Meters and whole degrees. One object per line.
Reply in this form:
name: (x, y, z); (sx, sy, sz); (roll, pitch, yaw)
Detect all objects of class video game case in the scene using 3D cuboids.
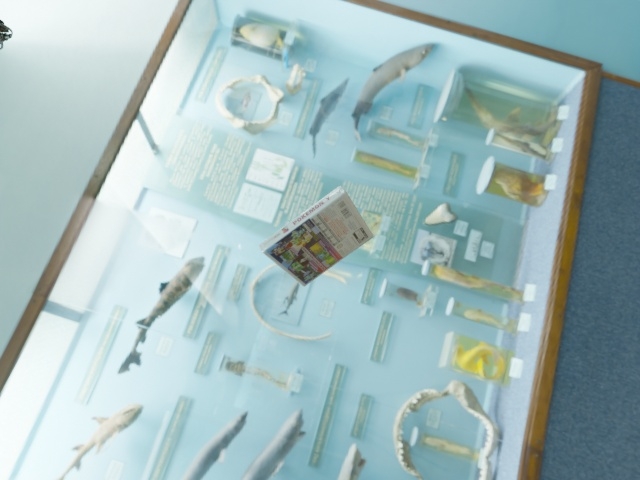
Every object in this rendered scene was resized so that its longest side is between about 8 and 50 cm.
video game case: (0.000, 0.000, 0.945); (0.183, 0.023, 0.201); (-36, -30, 3)

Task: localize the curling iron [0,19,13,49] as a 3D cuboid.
curling iron: (-0.639, -0.379, 0.797); (0.068, 0.274, 0.035); (127, 161, -71)
